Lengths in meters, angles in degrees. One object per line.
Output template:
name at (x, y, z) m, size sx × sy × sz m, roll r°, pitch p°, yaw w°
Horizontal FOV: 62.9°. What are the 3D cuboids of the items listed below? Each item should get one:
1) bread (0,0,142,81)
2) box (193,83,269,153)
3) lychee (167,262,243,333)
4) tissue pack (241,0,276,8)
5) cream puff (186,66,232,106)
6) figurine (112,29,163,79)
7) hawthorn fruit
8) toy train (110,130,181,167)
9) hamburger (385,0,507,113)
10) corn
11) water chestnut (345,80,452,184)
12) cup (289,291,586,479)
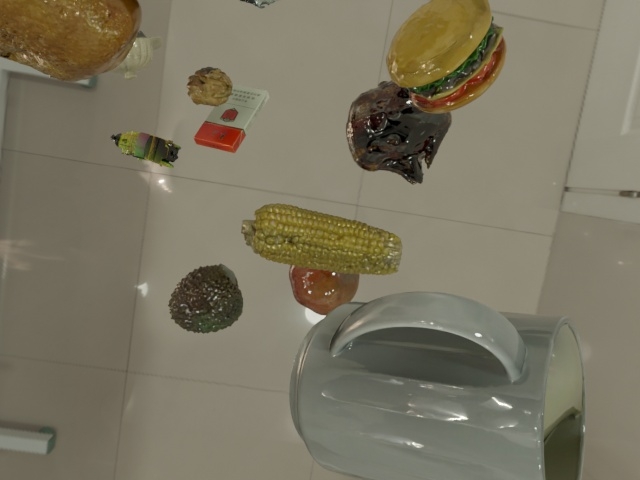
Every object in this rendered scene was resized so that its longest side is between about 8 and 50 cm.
bread at (-0.436, -0.342, 0.723) m, size 0.337 × 0.328 × 0.148 m, roll 29°, pitch 85°, yaw -40°
box at (-0.265, -0.372, 1.578) m, size 0.139 × 0.035 × 0.245 m, roll 17°, pitch 60°, yaw 17°
lychee at (-0.257, 0.138, 1.182) m, size 0.171 × 0.171 × 0.171 m, roll 0°, pitch 98°, yaw -3°
tissue pack at (-0.174, -0.547, 0.758) m, size 0.253 × 0.264 × 0.417 m, roll -41°, pitch 55°, yaw -18°
cream puff at (-0.304, -0.427, 1.448) m, size 0.133 × 0.119 × 0.104 m, roll -34°, pitch 121°, yaw -39°
figurine at (-0.654, -0.668, 1.614) m, size 0.204 × 0.185 × 0.332 m, roll -48°, pitch 117°, yaw -15°
hawthorn fruit at (0.036, 0.135, 1.987) m, size 0.277 × 0.277 × 0.298 m, roll 47°, pitch 131°, yaw -8°
toy train at (-0.619, -0.329, 1.838) m, size 0.161 × 0.296 × 0.100 m, roll 15°, pitch 93°, yaw -49°
hamburger at (0.169, -0.253, 0.705) m, size 0.162 × 0.162 × 0.115 m, roll -49°, pitch 128°, yaw 4°
corn at (0.000, 0.000, 1.114) m, size 0.347 × 0.130 × 0.130 m, roll 9°, pitch 97°, yaw 0°
water chestnut at (0.213, -0.301, 1.444) m, size 0.289 × 0.244 × 0.289 m, roll -11°, pitch 130°, yaw -13°
cup at (0.126, 0.176, 0.649) m, size 0.327 × 0.236 × 0.322 m, roll 0°, pitch 137°, yaw 36°
